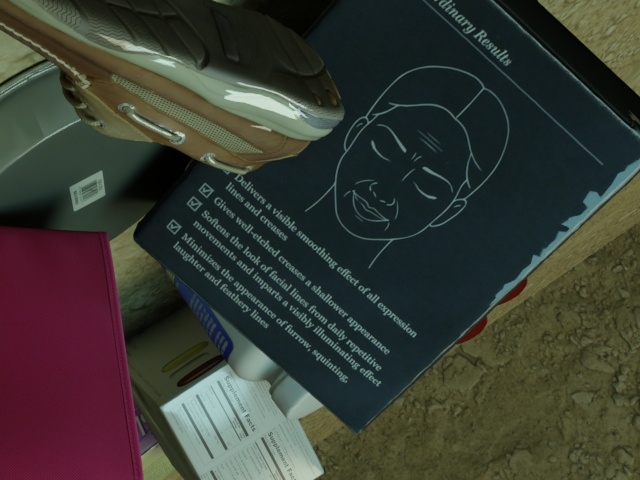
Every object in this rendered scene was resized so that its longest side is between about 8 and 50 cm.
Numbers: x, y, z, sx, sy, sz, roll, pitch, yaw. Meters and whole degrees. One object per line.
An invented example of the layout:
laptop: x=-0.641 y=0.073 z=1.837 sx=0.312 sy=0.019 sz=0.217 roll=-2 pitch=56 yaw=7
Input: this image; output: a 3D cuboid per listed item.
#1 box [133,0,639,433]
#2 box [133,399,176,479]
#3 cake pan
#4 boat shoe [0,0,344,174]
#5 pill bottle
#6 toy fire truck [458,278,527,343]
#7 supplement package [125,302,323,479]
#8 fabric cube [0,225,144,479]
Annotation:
box: x=0.071 y=-0.071 z=1.118 sx=0.395 sy=0.293 sz=0.212 roll=-46 pitch=-175 yaw=22
box: x=-0.280 y=0.300 z=1.785 sx=0.214 sy=0.117 sz=0.243 roll=-37 pitch=164 yaw=-13
cake pan: x=-0.231 y=-0.062 z=1.071 sx=0.293 sy=0.054 sz=0.293 roll=-33 pitch=162 yaw=-12
boat shoe: x=-0.129 y=-0.121 z=0.803 sx=0.324 sy=0.123 sz=0.116 roll=24 pitch=128 yaw=-37
pill bottle: x=-0.067 y=0.066 z=1.348 sx=0.152 sy=0.272 sz=0.152 roll=-33 pitch=163 yaw=-12
toy fire truck: x=0.199 y=0.058 z=2.064 sx=0.254 sy=0.169 sz=0.302 roll=2 pitch=141 yaw=-35
supplement package: x=-0.143 y=0.221 z=1.531 sx=0.145 sy=0.204 sz=0.262 roll=-31 pitch=-159 yaw=-17
fabric cube: x=-0.323 y=0.153 z=0.982 sx=0.258 sy=0.254 sz=0.259 roll=4 pitch=143 yaw=-29
